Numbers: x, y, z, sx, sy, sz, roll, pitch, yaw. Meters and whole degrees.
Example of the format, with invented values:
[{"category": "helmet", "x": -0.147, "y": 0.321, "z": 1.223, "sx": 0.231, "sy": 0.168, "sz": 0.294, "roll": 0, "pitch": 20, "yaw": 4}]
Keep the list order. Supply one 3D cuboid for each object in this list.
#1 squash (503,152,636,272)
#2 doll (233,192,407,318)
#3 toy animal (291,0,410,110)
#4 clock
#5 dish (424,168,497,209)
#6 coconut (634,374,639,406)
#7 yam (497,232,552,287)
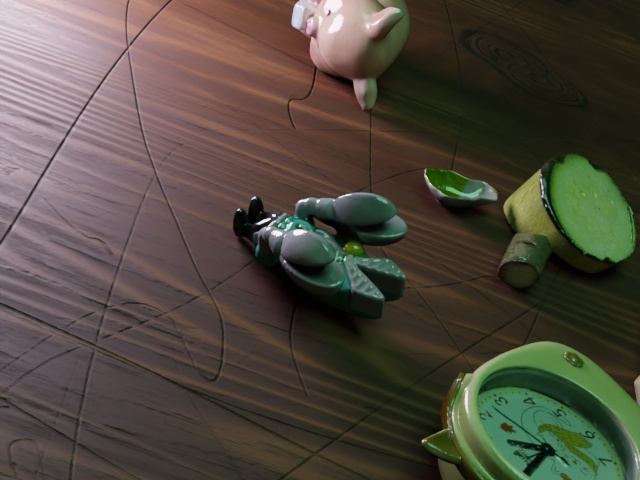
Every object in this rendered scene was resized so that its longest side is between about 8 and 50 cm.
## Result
[{"category": "squash", "x": 0.425, "y": -0.029, "z": 2.187, "sx": 0.220, "sy": 0.133, "sz": 0.220, "roll": 23, "pitch": 44, "yaw": -24}, {"category": "doll", "x": -0.006, "y": 0.014, "z": 1.785, "sx": 0.258, "sy": 0.153, "sz": 0.195, "roll": 8, "pitch": 46, "yaw": 6}, {"category": "toy animal", "x": 0.058, "y": -0.400, "z": 2.359, "sx": 0.212, "sy": 0.195, "sz": 0.256, "roll": 19, "pitch": 35, "yaw": 5}, {"category": "clock", "x": 0.280, "y": 0.276, "z": 1.628, "sx": 0.348, "sy": 0.117, "sz": 0.286, "roll": -11, "pitch": 47, "yaw": -41}, {"category": "dish", "x": 0.232, "y": -0.077, "z": 2.158, "sx": 0.137, "sy": 0.039, "sz": 0.091, "roll": 8, "pitch": 32, "yaw": -26}, {"category": "coconut", "x": 0.545, "y": 0.249, "z": 1.779, "sx": 0.237, "sy": 0.237, "sz": 0.197, "roll": 48, "pitch": -2, "yaw": 31}, {"category": "yam", "x": 0.328, "y": 0.024, "z": 2.052, "sx": 0.069, "sy": 0.070, "sz": 0.146, "roll": 29, "pitch": 34, "yaw": 6}]
